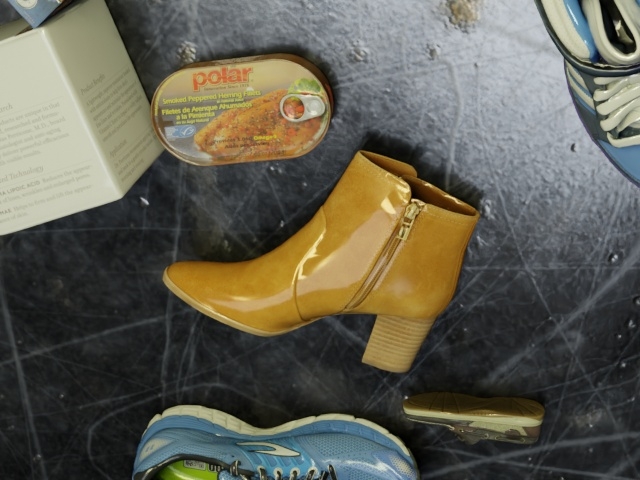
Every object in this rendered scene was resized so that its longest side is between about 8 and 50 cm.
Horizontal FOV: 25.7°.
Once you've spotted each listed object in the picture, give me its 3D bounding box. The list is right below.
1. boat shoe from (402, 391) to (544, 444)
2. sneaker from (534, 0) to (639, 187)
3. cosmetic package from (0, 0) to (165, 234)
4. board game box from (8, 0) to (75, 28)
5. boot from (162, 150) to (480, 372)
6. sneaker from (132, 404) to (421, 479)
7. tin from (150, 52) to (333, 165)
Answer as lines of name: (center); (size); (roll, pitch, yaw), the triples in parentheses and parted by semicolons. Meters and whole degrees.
boat shoe: (0.164, 0.196, 1.511); (0.152, 0.056, 0.049); (4, 109, 11)
sneaker: (0.267, -0.152, 1.231); (0.130, 0.236, 0.323); (-15, 109, 19)
cosmetic package: (-0.274, -0.130, 1.413); (0.151, 0.151, 0.184); (-16, 108, 19)
board game box: (-0.312, -0.325, 1.328); (0.042, 0.165, 0.243); (-37, 100, 24)
boot: (0.001, 0.001, 1.446); (0.295, 0.104, 0.211); (18, 111, -1)
sneaker: (-0.053, 0.273, 1.544); (0.330, 0.147, 0.130); (1, 114, 12)
tin: (-0.079, -0.135, 1.431); (0.189, 0.040, 0.106); (-4, 117, 14)
